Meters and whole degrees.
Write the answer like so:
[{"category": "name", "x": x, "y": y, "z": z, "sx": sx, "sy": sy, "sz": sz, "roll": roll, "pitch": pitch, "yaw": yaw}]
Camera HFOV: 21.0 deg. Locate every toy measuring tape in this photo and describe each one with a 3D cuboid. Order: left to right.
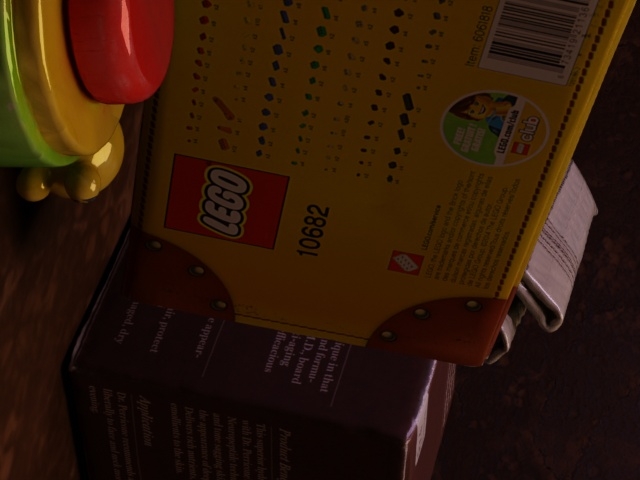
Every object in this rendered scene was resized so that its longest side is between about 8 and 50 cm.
[{"category": "toy measuring tape", "x": -0.120, "y": -0.123, "z": 0.570, "sx": 0.330, "sy": 0.121, "sz": 0.121, "roll": 78, "pitch": 24, "yaw": -47}]

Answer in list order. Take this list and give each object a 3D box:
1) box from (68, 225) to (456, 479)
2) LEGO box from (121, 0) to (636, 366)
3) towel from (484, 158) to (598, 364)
[{"category": "box", "x": -0.027, "y": 0.084, "z": 1.057, "sx": 0.168, "sy": 0.203, "sz": 0.167, "roll": 92, "pitch": 14, "yaw": -49}, {"category": "LEGO box", "x": 0.052, "y": -0.244, "z": 0.784, "sx": 0.500, "sy": 0.193, "sz": 0.372, "roll": 104, "pitch": -5, "yaw": -49}, {"category": "towel", "x": 0.090, "y": -0.096, "z": 1.227, "sx": 0.312, "sy": 0.056, "sz": 0.324, "roll": 57, "pitch": 26, "yaw": -7}]
